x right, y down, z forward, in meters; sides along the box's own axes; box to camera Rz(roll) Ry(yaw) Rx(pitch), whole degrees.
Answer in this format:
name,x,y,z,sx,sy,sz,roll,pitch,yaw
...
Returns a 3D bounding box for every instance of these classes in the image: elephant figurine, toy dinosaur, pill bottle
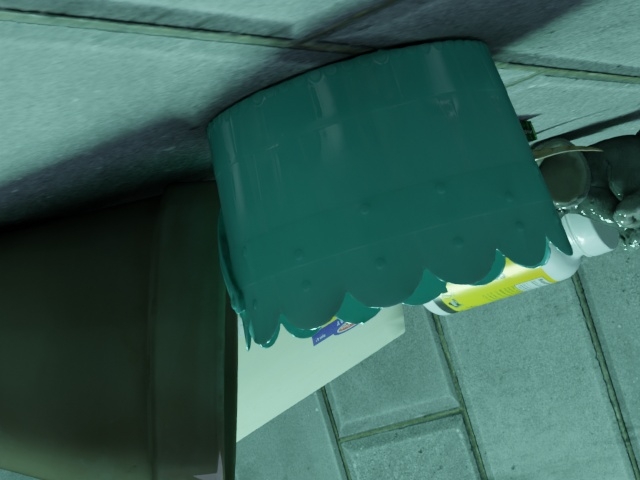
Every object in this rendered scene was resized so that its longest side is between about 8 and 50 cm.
name,x,y,z,sx,sy,sz,roll,pitch,yaw
elephant figurine,0.340,-0.072,1.824,0.239,0.186,0.169,8,141,9
toy dinosaur,0.248,-0.104,1.714,0.112,0.064,0.211,-35,-164,-34
pill bottle,0.317,-0.004,2.197,0.334,0.188,0.188,-20,174,29

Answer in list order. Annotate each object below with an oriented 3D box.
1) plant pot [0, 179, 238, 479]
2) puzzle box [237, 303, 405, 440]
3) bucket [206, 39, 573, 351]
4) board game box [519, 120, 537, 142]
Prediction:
name,x,y,z,sx,sy,sz,roll,pitch,yaw
plant pot,-0.220,0.105,1.235,0.280,0.323,0.323,-1,174,-1
puzzle box,-0.057,0.140,1.893,0.409,0.052,0.272,-31,141,-19
bucket,0.046,-0.034,1.048,0.281,0.183,0.281,-16,175,-2
board game box,0.115,-0.087,1.559,0.260,0.030,0.136,-20,176,36
